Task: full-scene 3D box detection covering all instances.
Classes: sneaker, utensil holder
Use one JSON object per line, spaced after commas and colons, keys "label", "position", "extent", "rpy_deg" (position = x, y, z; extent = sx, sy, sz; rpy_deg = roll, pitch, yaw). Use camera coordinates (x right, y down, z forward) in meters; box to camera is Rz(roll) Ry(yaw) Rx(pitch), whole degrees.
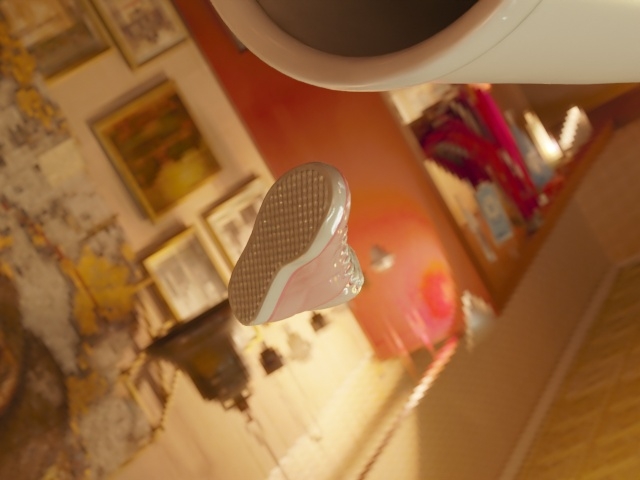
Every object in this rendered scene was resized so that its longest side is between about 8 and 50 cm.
{"label": "sneaker", "position": [0.000, 0.000, 0.808], "extent": [0.070, 0.051, 0.134], "rpy_deg": [-6, 146, -32]}
{"label": "utensil holder", "position": [0.150, -0.262, 0.951], "extent": [0.327, 0.328, 0.385], "rpy_deg": [-22, 168, 42]}
